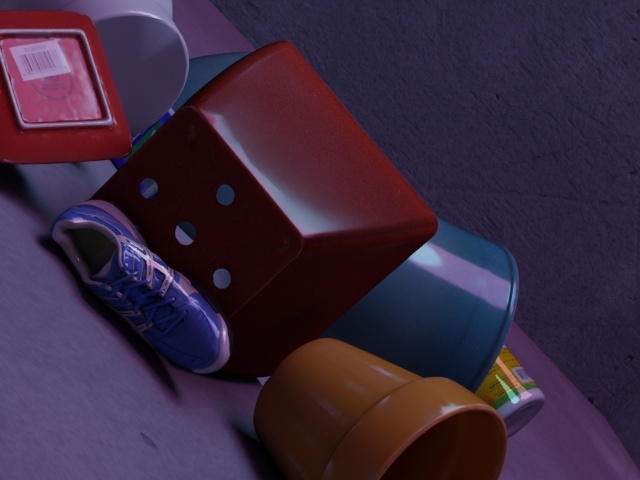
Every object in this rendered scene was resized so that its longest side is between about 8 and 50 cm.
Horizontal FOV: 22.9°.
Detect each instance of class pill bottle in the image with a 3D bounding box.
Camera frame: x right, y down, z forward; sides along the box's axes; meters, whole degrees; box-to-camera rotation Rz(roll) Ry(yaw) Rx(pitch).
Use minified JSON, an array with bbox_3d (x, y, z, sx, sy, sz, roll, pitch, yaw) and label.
[{"bbox_3d":[0.237,0.201,2.553,0.246,0.136,0.136,53,10,24],"label":"pill bottle"},{"bbox_3d":[-0.291,-0.285,1.786,0.210,0.210,0.363,39,13,-48],"label":"pill bottle"}]

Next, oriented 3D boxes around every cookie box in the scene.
[{"bbox_3d":[-0.198,-0.107,1.879,0.107,0.092,0.040,52,6,22],"label":"cookie box"}]

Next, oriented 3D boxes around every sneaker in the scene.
[{"bbox_3d":[-0.170,0.048,1.455,0.211,0.080,0.081,41,14,12],"label":"sneaker"}]

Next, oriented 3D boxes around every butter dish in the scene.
[{"bbox_3d":[-0.283,-0.130,1.511,0.160,0.118,0.160,-7,73,-41],"label":"butter dish"}]

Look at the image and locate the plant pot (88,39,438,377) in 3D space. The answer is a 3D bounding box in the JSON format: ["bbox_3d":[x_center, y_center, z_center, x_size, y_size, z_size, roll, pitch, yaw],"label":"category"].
[{"bbox_3d":[-0.088,-0.021,1.590,0.267,0.267,0.235,51,20,9],"label":"plant pot"}]

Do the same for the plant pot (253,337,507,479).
[{"bbox_3d":[0.042,0.194,1.515,0.188,0.205,0.205,37,0,36],"label":"plant pot"}]

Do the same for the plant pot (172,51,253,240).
[{"bbox_3d":[-0.114,-0.128,2.041,0.290,0.195,0.290,48,9,-11],"label":"plant pot"}]

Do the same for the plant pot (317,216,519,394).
[{"bbox_3d":[0.058,0.064,1.922,0.255,0.272,0.272,31,15,-21],"label":"plant pot"}]
